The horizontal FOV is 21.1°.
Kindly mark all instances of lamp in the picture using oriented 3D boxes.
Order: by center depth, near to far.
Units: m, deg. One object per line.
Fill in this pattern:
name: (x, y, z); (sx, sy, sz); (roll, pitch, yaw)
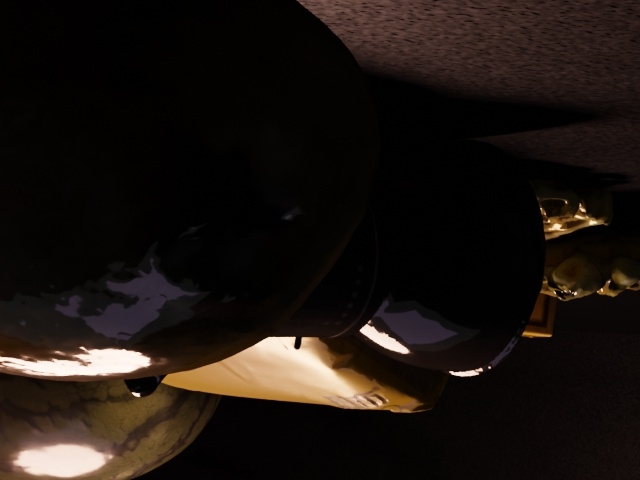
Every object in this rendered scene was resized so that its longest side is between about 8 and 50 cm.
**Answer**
lamp: (0.000, 0.000, 0.982); (0.227, 0.172, 0.147); (3, -148, -36)

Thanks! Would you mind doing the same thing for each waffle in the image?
waffle: (0.109, -0.029, 1.208); (0.169, 0.036, 0.183); (10, 172, -19)
waffle: (0.198, 0.011, 1.357); (0.204, 0.054, 0.223); (-5, -174, -44)

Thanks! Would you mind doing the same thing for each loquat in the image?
loquat: (-0.086, -0.033, 0.633); (0.227, 0.179, 0.179); (7, 176, 26)

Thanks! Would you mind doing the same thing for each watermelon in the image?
watermelon: (-0.259, 0.099, 1.637); (0.359, 0.279, 0.279); (4, 175, 26)

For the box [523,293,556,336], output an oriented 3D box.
box: (0.106, 0.058, 1.875); (0.193, 0.084, 0.301); (6, 175, -18)

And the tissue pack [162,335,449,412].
tissue pack: (-0.049, 0.030, 1.219); (0.271, 0.134, 0.192); (-1, 148, 48)
